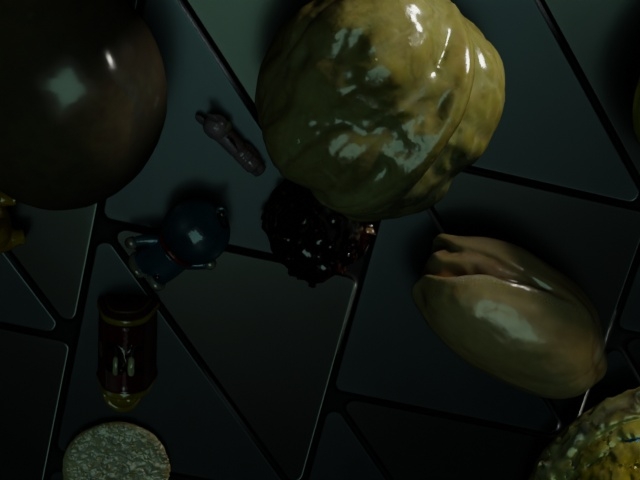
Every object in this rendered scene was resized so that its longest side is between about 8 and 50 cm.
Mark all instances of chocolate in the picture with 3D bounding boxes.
[{"bbox_3d":[0.000,0.000,1.705,0.156,0.133,0.156,-1,114,-2],"label":"chocolate"}]

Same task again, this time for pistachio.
[{"bbox_3d":[0.252,0.104,1.743,0.293,0.162,0.181,30,143,-16],"label":"pistachio"}]

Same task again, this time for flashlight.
[{"bbox_3d":[-0.109,-0.125,1.704,0.110,0.052,0.031,44,68,-23],"label":"flashlight"}]

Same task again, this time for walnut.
[{"bbox_3d":[0.065,-0.168,1.573,0.282,0.253,0.277,35,108,-15],"label":"walnut"}]

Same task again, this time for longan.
[{"bbox_3d":[-0.309,-0.179,1.570,0.243,0.300,0.300,-16,119,-41],"label":"longan"}]

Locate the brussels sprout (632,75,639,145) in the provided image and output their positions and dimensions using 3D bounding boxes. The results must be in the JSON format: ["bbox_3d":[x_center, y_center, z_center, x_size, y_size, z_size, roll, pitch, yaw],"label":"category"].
[{"bbox_3d":[0.512,-0.158,1.617,0.259,0.227,0.294,-22,104,-9],"label":"brussels sprout"}]

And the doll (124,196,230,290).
[{"bbox_3d":[-0.174,0.001,1.727,0.152,0.085,0.114,-39,123,24],"label":"doll"}]

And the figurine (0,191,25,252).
[{"bbox_3d":[-0.462,-0.002,1.689,0.176,0.122,0.121,-11,114,1],"label":"figurine"}]

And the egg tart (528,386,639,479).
[{"bbox_3d":[0.476,0.378,1.864,0.387,0.169,0.388,-1,117,-2],"label":"egg tart"}]

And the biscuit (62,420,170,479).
[{"bbox_3d":[-0.283,0.314,1.877,0.152,0.020,0.152,-1,112,-3],"label":"biscuit"}]

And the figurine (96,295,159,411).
[{"bbox_3d":[-0.255,0.159,1.776,0.082,0.098,0.154,2,109,-7],"label":"figurine"}]
